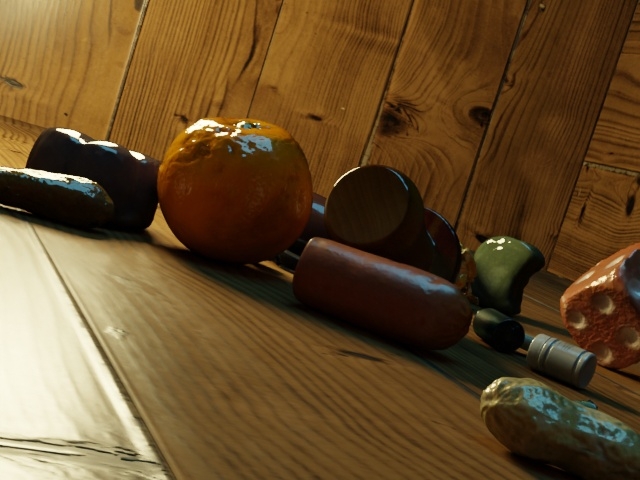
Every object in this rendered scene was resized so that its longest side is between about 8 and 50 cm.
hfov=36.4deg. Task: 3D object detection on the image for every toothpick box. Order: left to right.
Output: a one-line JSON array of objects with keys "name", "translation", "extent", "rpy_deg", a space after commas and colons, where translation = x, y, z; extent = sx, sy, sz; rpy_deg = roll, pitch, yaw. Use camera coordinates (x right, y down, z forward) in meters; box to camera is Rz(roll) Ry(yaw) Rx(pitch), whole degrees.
[{"name": "toothpick box", "translation": [0.114, -0.001, 1.562], "extent": [0.192, 0.192, 0.294], "rpy_deg": [20, -14, 27]}]

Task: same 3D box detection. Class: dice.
[{"name": "dice", "translation": [0.564, 0.117, 1.789], "extent": [0.174, 0.175, 0.179], "rpy_deg": [52, -33, 7]}]

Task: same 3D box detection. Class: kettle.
[{"name": "kettle", "translation": [0.000, 0.000, 1.802], "extent": [0.232, 0.144, 0.202], "rpy_deg": [23, 27, 23]}]

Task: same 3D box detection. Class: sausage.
[{"name": "sausage", "translation": [0.089, 0.079, 1.381], "extent": [0.259, 0.113, 0.113], "rpy_deg": [18, 5, 22]}]

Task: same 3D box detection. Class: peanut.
[{"name": "peanut", "translation": [0.236, 0.188, 0.945], "extent": [0.174, 0.080, 0.080], "rpy_deg": [22, 6, 17]}]

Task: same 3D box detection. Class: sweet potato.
[{"name": "sweet potato", "translation": [-0.444, -0.074, 1.463], "extent": [0.273, 0.075, 0.075], "rpy_deg": [12, 7, -13]}]

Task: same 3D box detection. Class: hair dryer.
[{"name": "hair dryer", "translation": [0.356, 0.176, 1.638], "extent": [0.197, 0.057, 0.100], "rpy_deg": [25, 4, -14]}]

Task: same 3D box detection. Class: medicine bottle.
[{"name": "medicine bottle", "translation": [0.367, 0.184, 1.483], "extent": [0.091, 0.058, 0.058], "rpy_deg": [22, 7, 37]}]

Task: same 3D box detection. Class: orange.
[{"name": "orange", "translation": [-0.139, -0.083, 1.595], "extent": [0.261, 0.261, 0.261], "rpy_deg": [17, 5, -2]}]

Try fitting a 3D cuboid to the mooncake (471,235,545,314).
[{"name": "mooncake", "translation": [0.414, 0.077, 2.141], "extent": [0.104, 0.175, 0.168], "rpy_deg": [21, 39, -45]}]

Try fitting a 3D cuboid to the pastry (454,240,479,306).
[{"name": "pastry", "translation": [0.269, 0.061, 2.078], "extent": [0.102, 0.154, 0.250], "rpy_deg": [-11, 15, -5]}]

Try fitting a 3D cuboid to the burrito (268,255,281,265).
[{"name": "burrito", "translation": [-0.143, 0.005, 1.724], "extent": [0.171, 0.042, 0.051], "rpy_deg": [27, -20, 35]}]

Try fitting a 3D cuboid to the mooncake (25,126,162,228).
[{"name": "mooncake", "translation": [-0.382, -0.103, 1.645], "extent": [0.245, 0.133, 0.245], "rpy_deg": [17, -2, 1]}]

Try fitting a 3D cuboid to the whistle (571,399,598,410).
[{"name": "whistle", "translation": [0.259, 0.198, 1.102], "extent": [0.039, 0.039, 0.186], "rpy_deg": [23, 7, 42]}]
